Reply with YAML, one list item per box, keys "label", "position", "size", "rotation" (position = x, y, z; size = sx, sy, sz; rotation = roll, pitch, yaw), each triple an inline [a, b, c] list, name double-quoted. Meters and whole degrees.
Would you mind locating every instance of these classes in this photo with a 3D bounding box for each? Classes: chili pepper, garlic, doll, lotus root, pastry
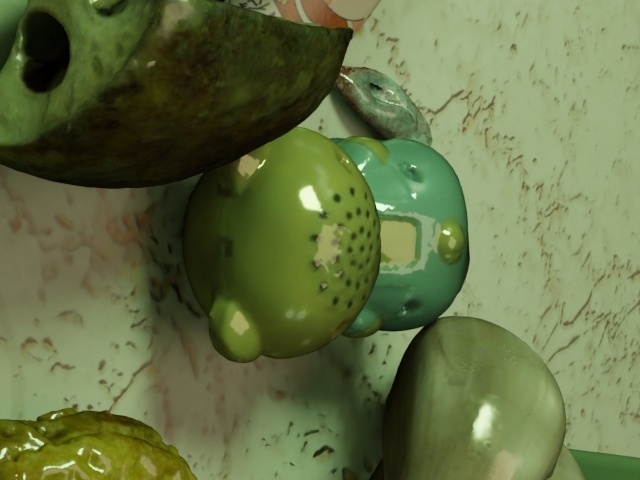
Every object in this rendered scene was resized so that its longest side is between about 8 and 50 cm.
- label: "chili pepper"
  position: [0.057, -0.112, 1.628]
  size: [0.153, 0.041, 0.050]
  rotation: [44, 19, -44]
- label: "garlic"
  position: [0.090, 0.220, 1.537]
  size: [0.340, 0.245, 0.231]
  rotation: [-54, 142, -32]
- label: "doll"
  position: [0.000, 0.000, 1.477]
  size: [0.260, 0.161, 0.177]
  rotation: [-2, 98, -53]
- label: "lotus root"
  position: [-0.099, -0.099, 1.260]
  size: [0.314, 0.210, 0.142]
  rotation: [-3, 104, -65]
- label: "pastry"
  position: [-0.180, 0.229, 1.307]
  size: [0.240, 0.132, 0.235]
  rotation: [-57, 135, -31]

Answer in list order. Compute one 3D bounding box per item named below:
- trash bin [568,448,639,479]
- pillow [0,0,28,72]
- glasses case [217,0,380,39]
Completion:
- label: "trash bin"
  position: [0.310, 0.315, 1.759]
  size: [0.158, 0.343, 0.223]
  rotation: [-59, 136, -30]
- label: "pillow"
  position: [-0.229, -0.143, 1.232]
  size: [0.254, 0.078, 0.144]
  rotation: [-60, 147, -27]
- label: "glasses case"
  position: [0.010, -0.228, 1.494]
  size: [0.103, 0.067, 0.267]
  rotation: [41, 78, -29]
